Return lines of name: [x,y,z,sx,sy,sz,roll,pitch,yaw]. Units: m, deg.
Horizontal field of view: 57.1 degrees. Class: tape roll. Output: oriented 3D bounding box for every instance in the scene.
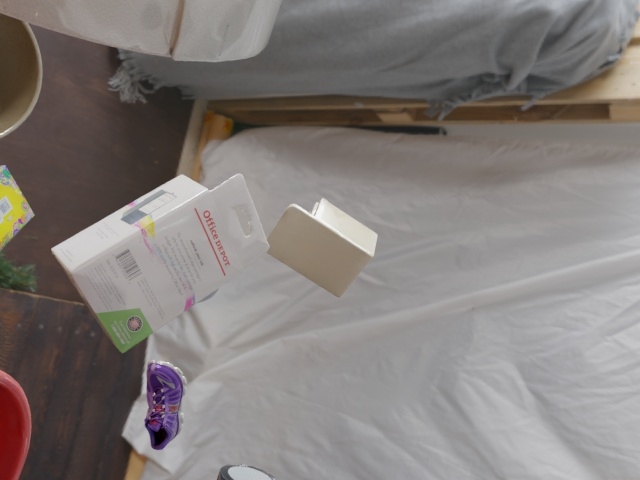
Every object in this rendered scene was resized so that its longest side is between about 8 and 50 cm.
tape roll: [-0.227,-0.300,0.605,0.392,0.392,0.072,-25,145,-53]

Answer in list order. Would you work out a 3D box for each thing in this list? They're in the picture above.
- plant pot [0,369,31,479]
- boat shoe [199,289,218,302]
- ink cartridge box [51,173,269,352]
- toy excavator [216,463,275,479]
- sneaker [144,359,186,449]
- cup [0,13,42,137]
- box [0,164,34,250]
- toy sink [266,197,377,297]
plant pot: [-0.448,0.186,0.508,0.275,0.243,0.275,-59,162,-32]
boat shoe: [-0.447,0.077,1.674,0.136,0.156,0.367,-51,146,14]
ink cartridge box: [-0.289,0.019,1.127,0.353,0.119,0.207,-34,128,-24]
toy excavator: [-0.171,0.483,0.742,0.445,0.433,0.222,18,89,-42]
sneaker: [-0.267,0.281,0.996,0.071,0.068,0.170,-63,155,-66]
cup: [-0.805,-0.378,1.234,0.331,0.237,0.331,-22,119,-49]
box: [-1.018,-0.047,1.616,0.290,0.279,0.177,-76,155,-53]
toy sink: [0.000,0.000,1.450,0.153,0.234,0.131,-55,-172,29]
